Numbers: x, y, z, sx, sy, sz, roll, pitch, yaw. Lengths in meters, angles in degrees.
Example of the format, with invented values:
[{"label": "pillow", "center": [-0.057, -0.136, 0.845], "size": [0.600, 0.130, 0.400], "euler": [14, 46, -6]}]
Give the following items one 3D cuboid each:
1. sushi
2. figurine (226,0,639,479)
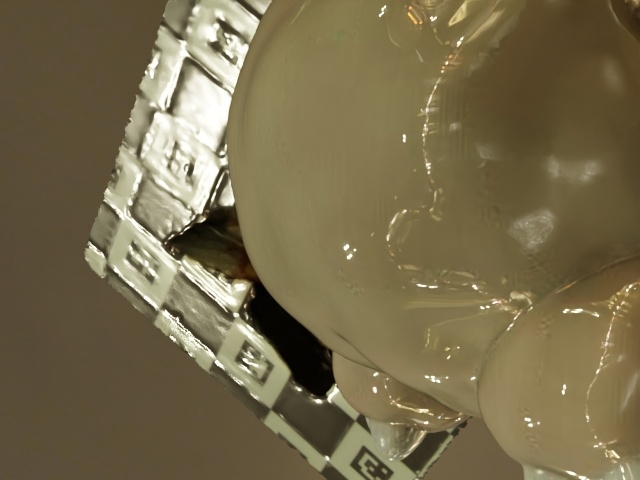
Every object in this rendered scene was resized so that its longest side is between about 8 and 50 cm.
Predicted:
[{"label": "sushi", "center": [0.000, 0.000, 0.977], "size": [0.343, 0.359, 0.064], "euler": [41, -133, 12]}, {"label": "figurine", "center": [0.081, -0.100, 0.472], "size": [0.203, 0.248, 0.380], "euler": [12, -94, -23]}]
